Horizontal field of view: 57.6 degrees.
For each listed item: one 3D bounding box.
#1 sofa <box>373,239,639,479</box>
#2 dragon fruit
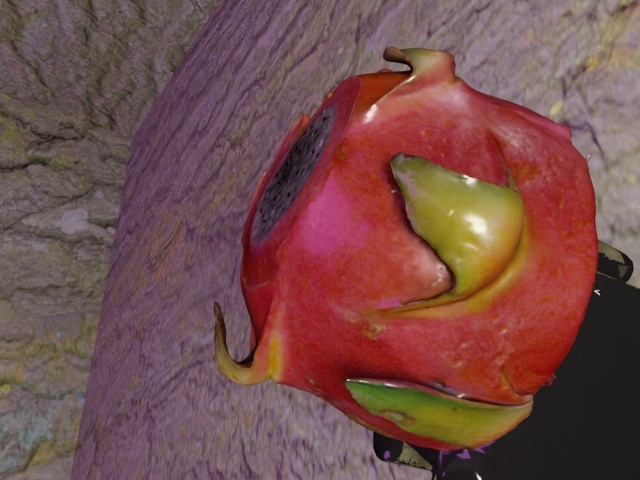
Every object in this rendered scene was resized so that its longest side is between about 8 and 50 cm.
[{"bbox_3d":[0.182,0.107,0.530,0.258,0.200,0.182,-69,19,5],"label":"sofa"},{"bbox_3d":[0.044,-0.004,0.433,0.290,0.189,0.291,-50,29,41],"label":"dragon fruit"}]
